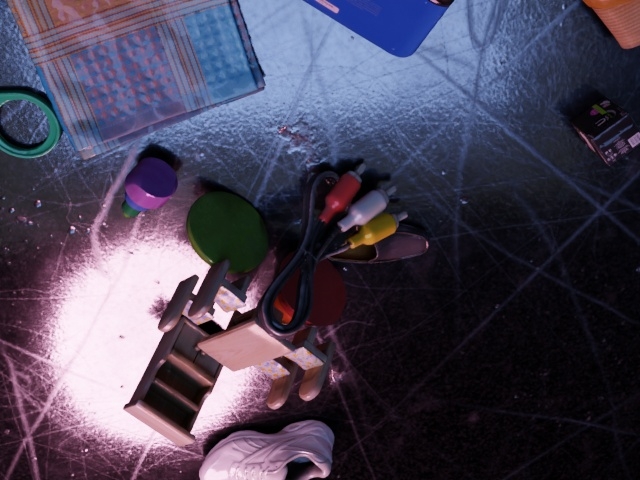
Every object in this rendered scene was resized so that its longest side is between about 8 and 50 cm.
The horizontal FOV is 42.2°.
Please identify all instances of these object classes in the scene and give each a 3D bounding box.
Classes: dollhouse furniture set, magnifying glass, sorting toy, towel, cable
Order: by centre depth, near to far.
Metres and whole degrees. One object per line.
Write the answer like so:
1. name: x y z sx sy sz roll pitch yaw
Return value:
1. towel: -0.248 -0.311 1.032 0.272 0.040 0.370 -23 115 -10
2. magnifying glass: -0.465 -0.182 1.117 0.231 0.026 0.092 21 112 -15
3. cable: 0.000 0.000 1.134 0.139 0.287 0.072 47 145 -6
4. dollhouse furniture set: -0.145 0.178 1.171 0.212 0.161 0.242 40 139 -23
5. sorting toy: -0.140 0.025 1.214 0.366 0.127 0.126 35 137 -15

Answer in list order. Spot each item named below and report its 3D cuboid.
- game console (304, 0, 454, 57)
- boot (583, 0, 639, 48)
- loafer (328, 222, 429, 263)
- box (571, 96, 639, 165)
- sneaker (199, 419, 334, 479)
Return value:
1. game console: 0.052 -0.396 0.976 0.293 0.250 0.173 31 72 -5
2. boot: 0.457 -0.400 1.042 0.295 0.104 0.211 -32 117 15
3. loafer: 0.080 0.012 1.228 0.170 0.061 0.062 -4 114 -3
4. box: 0.403 -0.154 1.164 0.062 0.083 0.052 -37 114 12
5. sneaker: -0.089 0.368 1.349 0.232 0.115 0.090 -18 115 4
